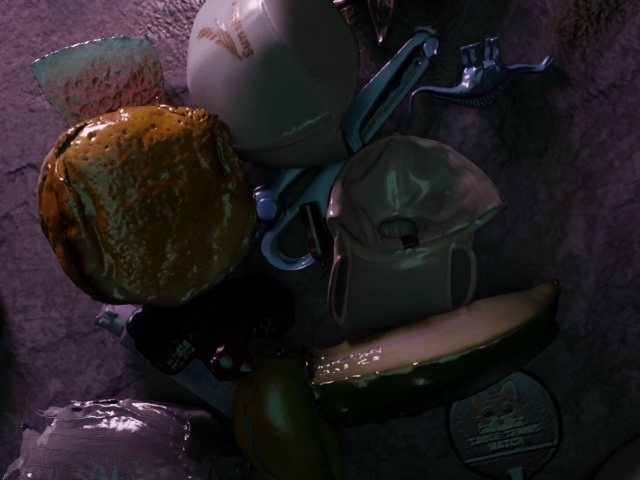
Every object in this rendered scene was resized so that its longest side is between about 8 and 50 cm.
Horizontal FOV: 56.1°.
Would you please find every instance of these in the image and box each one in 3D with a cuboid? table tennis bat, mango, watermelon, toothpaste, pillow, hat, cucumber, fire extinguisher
[{"bbox_3d":[0.252,0.281,0.794,0.150,0.027,0.237,-14,90,7],"label":"table tennis bat"},{"bbox_3d":[-0.043,0.254,0.783,0.125,0.111,0.233,-11,105,18],"label":"mango"},{"bbox_3d":[-0.255,-0.139,0.799,0.154,0.094,0.241,-21,93,-2],"label":"watermelon"},{"bbox_3d":[-0.194,0.154,0.821,0.234,0.057,0.089,32,95,-3],"label":"toothpaste"},{"bbox_3d":[-0.258,0.295,0.800,0.334,0.093,0.162,1,63,6],"label":"pillow"},{"bbox_3d":[0.099,0.001,0.766,0.219,0.164,0.226,0,134,-12],"label":"hat"},{"bbox_3d":[-0.068,-0.220,0.663,0.167,0.301,0.258,-20,77,-12],"label":"hat"},{"bbox_3d":[0.151,0.150,0.731,0.325,0.105,0.145,-19,124,4],"label":"cucumber"},{"bbox_3d":[0.004,-0.002,0.764,0.046,0.032,0.101,-14,94,22],"label":"fire extinguisher"}]

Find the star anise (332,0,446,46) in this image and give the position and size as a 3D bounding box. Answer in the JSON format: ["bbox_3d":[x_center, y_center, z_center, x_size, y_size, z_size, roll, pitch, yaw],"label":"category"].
[{"bbox_3d":[0.066,-0.343,0.756,0.207,0.063,0.172,23,100,1],"label":"star anise"}]

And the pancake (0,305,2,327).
[{"bbox_3d":[-0.631,0.078,0.855,0.355,0.065,0.357,0,95,3],"label":"pancake"}]

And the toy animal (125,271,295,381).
[{"bbox_3d":[-0.129,0.095,0.737,0.218,0.179,0.116,-12,106,-14],"label":"toy animal"}]

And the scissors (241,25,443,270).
[{"bbox_3d":[0.013,-0.124,0.787,0.180,0.032,0.393,43,98,0],"label":"scissors"}]

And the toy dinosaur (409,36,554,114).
[{"bbox_3d":[0.200,-0.207,0.751,0.197,0.045,0.080,-19,108,-3],"label":"toy dinosaur"}]

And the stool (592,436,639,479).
[{"bbox_3d":[0.445,0.353,0.691,0.195,0.195,0.199,-40,90,7],"label":"stool"}]

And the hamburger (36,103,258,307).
[{"bbox_3d":[-0.203,-0.041,0.701,0.244,0.163,0.245,-1,93,-20],"label":"hamburger"}]
